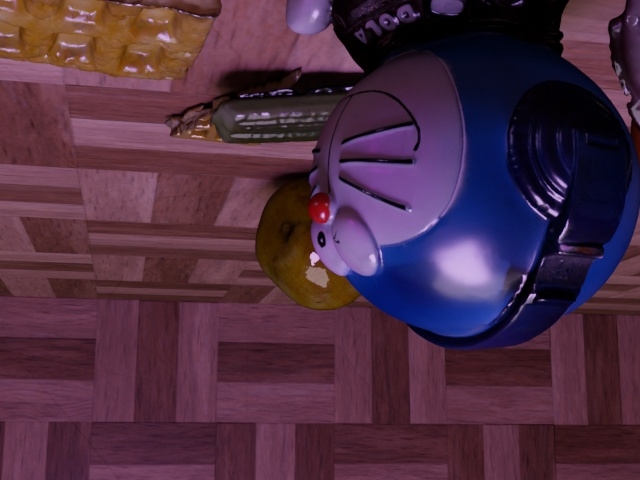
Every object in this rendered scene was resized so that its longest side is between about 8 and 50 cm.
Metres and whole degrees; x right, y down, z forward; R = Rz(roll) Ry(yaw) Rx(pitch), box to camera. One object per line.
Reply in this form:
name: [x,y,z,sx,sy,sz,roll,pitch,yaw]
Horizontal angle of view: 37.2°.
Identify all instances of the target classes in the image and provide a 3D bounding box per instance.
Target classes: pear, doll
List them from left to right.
pear: [0.000,0.000,1.372,0.200,0.200,0.200,0,168,0]
doll: [0.103,-0.076,0.690,0.240,0.310,0.284,4,168,-24]

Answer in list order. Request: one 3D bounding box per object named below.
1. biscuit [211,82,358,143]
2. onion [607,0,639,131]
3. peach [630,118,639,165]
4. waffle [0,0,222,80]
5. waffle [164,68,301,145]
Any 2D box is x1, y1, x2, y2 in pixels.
biscuit: [0.047,-0.133,1.010,0.322,0.038,0.099,-5,166,-12]
onion: [0.345,-0.159,0.634,0.280,0.146,0.314,6,138,39]
peach: [0.401,-0.081,0.826,0.252,0.252,0.252,0,168,0]
waffle: [-0.228,-0.190,0.759,0.274,0.057,0.168,4,168,-19]
waffle: [-0.101,-0.151,1.037,0.125,0.032,0.191,6,165,-12]
